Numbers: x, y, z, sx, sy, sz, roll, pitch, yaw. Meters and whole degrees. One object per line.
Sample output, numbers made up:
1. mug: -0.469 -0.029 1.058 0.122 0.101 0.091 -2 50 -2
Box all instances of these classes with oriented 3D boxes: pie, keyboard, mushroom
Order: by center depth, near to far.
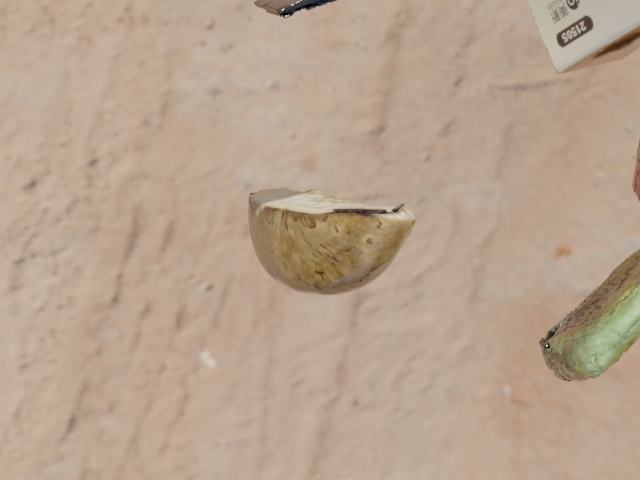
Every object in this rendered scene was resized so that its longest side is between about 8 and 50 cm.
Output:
1. keyboard: 0.052 -0.192 1.077 0.196 0.074 0.015 -20 104 -13
2. mushroom: -0.001 0.001 1.370 0.072 0.209 0.094 -24 113 -35
3. pie: 0.298 0.048 1.400 0.240 0.240 0.054 -38 89 2

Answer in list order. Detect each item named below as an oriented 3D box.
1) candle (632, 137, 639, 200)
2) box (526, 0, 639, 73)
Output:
1. candle: 0.352 -0.073 1.593 0.052 0.052 0.131 -26 153 -7
2. box: 0.267 -0.289 1.269 0.091 0.274 0.221 -17 81 -32
